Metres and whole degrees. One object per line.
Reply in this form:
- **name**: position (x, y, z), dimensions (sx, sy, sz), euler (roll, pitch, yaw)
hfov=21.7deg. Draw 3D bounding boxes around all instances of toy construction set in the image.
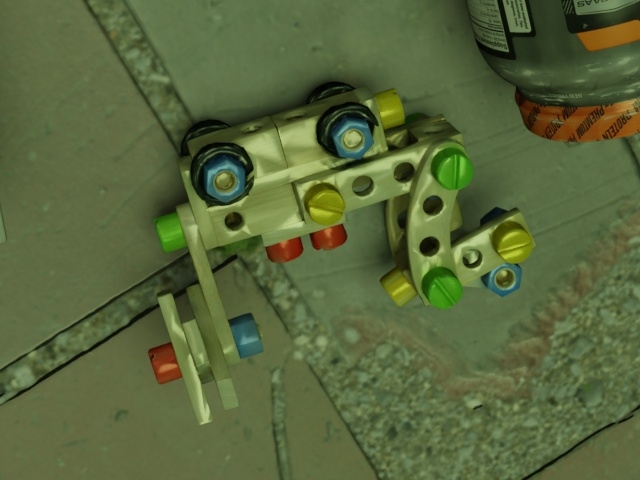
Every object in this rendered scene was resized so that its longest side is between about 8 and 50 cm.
- **toy construction set**: position (0.000, 0.000, 1.295), dimensions (0.327, 0.151, 0.215), euler (-24, 115, -19)

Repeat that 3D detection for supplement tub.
- **supplement tub**: position (0.188, -0.245, 1.224), dimensions (0.193, 0.193, 0.316), euler (-21, 115, -8)

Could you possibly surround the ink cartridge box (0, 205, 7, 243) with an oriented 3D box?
- **ink cartridge box**: position (-0.284, -0.105, 1.162), dimensions (0.086, 0.153, 0.208), euler (-11, 113, -13)
